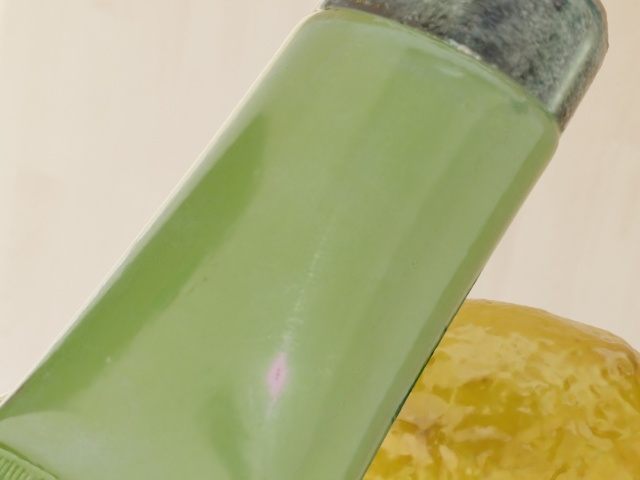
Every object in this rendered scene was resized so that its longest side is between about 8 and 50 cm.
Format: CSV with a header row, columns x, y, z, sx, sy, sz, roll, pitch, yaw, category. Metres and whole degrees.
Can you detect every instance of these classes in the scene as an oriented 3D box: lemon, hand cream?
x,y,z,sx,sy,sz,roll,pitch,yaw,category
0.054,0.075,0.544,0.155,0.114,0.114,9,107,30,lemon
0.000,0.000,0.418,0.095,0.046,0.175,26,74,26,hand cream

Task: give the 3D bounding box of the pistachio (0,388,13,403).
x,y,z,sx,sy,sz,roll,pitch,yaw,category
-0.086,0.118,0.848,0.100,0.189,0.110,-8,58,48,pistachio
